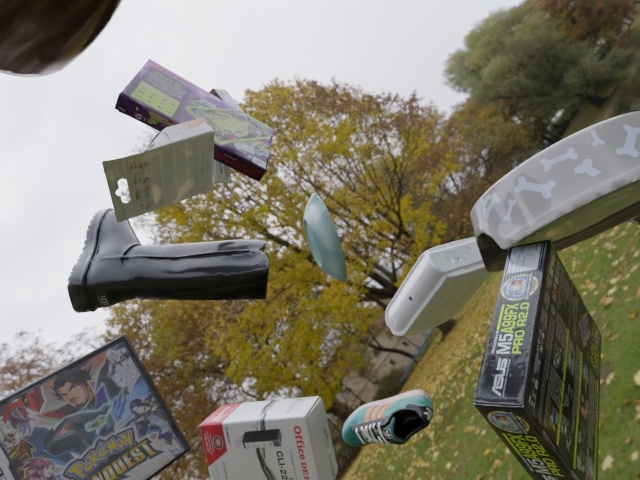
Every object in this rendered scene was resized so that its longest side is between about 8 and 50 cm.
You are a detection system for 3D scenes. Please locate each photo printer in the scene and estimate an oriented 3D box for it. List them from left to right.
[{"bbox_3d":[0.326,0.139,1.153,0.256,0.107,0.307,-13,-39,-32],"label":"photo printer"}]

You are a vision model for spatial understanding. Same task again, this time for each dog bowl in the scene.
[{"bbox_3d":[0.409,-0.068,0.676,0.349,0.102,0.348,-19,-21,-7],"label":"dog bowl"}]

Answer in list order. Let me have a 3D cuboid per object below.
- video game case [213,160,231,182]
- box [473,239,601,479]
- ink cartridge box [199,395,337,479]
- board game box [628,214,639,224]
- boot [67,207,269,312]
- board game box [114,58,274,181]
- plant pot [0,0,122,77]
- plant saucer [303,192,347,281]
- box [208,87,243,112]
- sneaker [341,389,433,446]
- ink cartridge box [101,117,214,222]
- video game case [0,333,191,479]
[{"bbox_3d":[-0.306,-0.255,1.283,0.143,0.019,0.157,-63,-30,-82],"label":"video game case"},{"bbox_3d":[0.308,0.166,0.564,0.216,0.060,0.270,51,-131,-21],"label":"box"},{"bbox_3d":[-0.118,0.488,0.973,0.114,0.273,0.196,-11,-91,-74],"label":"ink cartridge box"},{"bbox_3d":[0.728,-0.216,0.892,0.214,0.046,0.317,31,-90,-40],"label":"board game box"},{"bbox_3d":[-0.370,0.027,1.108,0.446,0.366,0.146,-7,-50,-9],"label":"boot"},{"bbox_3d":[-0.281,-0.290,1.008,0.056,0.347,0.208,-46,27,39],"label":"board game box"},{"bbox_3d":[-0.329,-0.326,0.491,0.215,0.231,0.215,-6,-83,-55],"label":"plant pot"},{"bbox_3d":[0.000,0.000,0.856,0.038,0.194,0.194,-19,-32,-9],"label":"plant saucer"},{"bbox_3d":[-0.272,-0.398,1.269,0.027,0.137,0.094,-36,7,19],"label":"box"},{"bbox_3d":[0.185,0.536,1.214,0.302,0.108,0.121,-32,1,18],"label":"sneaker"},{"bbox_3d":[-0.267,-0.116,0.699,0.180,0.045,0.145,-24,-27,-29],"label":"ink cartridge box"},{"bbox_3d":[-0.408,0.337,0.711,0.275,0.248,0.035,-29,-11,-31],"label":"video game case"}]
